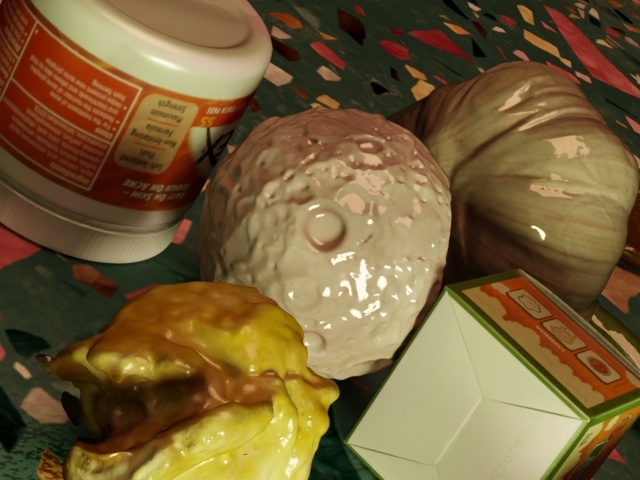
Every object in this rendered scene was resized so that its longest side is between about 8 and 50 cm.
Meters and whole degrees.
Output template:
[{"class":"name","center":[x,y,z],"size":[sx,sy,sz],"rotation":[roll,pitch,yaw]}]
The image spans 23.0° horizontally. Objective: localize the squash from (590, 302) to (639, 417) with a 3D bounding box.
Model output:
[{"class":"squash","center":[0.299,0.109,1.792],"size":[0.318,0.080,0.071],"rotation":[43,-10,19]}]

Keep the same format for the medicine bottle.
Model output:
[{"class":"medicine bottle","center":[-0.203,-0.146,1.509],"size":[0.252,0.241,0.252],"rotation":[25,28,-14]}]

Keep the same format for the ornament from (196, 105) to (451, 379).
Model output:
[{"class":"ornament","center":[0.000,0.000,1.464],"size":[0.225,0.259,0.259],"rotation":[8,29,-2]}]

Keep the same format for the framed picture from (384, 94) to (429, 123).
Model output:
[{"class":"framed picture","center":[0.191,-0.110,1.931],"size":[0.289,0.213,0.016],"rotation":[13,68,-33]}]

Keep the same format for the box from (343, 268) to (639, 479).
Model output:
[{"class":"box","center":[0.162,0.158,1.418],"size":[0.177,0.195,0.148],"rotation":[43,28,24]}]

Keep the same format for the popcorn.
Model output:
[{"class":"popcorn","center":[-0.096,0.141,1.214],"size":[0.191,0.190,0.253],"rotation":[11,25,33]}]

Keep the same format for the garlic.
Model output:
[{"class":"garlic","center":[0.190,-0.035,1.675],"size":[0.259,0.317,0.317],"rotation":[17,29,-40]}]

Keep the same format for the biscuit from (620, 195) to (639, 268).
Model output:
[{"class":"biscuit","center":[0.413,-0.026,2.182],"size":[0.212,0.036,0.212],"rotation":[25,28,-14]}]
